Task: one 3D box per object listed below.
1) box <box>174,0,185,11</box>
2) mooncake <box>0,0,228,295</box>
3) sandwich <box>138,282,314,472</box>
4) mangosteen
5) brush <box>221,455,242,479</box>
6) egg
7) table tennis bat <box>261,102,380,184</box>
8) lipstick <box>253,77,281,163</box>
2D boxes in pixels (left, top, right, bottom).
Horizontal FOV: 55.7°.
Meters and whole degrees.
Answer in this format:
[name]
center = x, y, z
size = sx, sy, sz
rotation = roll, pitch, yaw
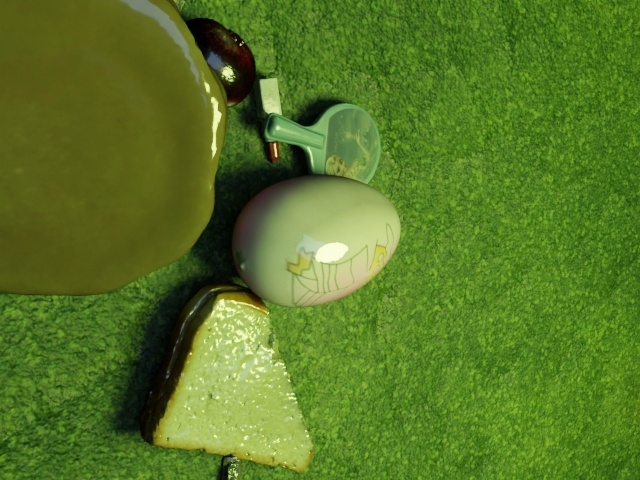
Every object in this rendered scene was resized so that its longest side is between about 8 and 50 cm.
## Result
[box]
center = -0.326, -0.314, 0.755
size = 0.278, 0.041, 0.153
rotation = 28, 83, -30
[mooncake]
center = -0.290, -0.128, 0.677
size = 0.378, 0.201, 0.379
rotation = -5, 117, -11
[sandwich]
center = -0.106, 0.212, 0.926
size = 0.288, 0.099, 0.254
rotation = 25, 86, -29
[mangosteen]
center = -0.159, -0.229, 0.824
size = 0.140, 0.140, 0.140
rotation = -5, 100, -28
[brush]
center = -0.149, 0.444, 0.980
size = 0.034, 0.027, 0.191
rotation = 5, 96, -27
[egg]
center = 0.000, 0.000, 0.899
size = 0.271, 0.196, 0.197
rotation = 2, 97, -32
[table tennis bat]
center = 0.009, -0.153, 0.952
size = 0.237, 0.038, 0.149
rotation = 12, 96, -41
[lipstick]
center = -0.076, -0.180, 0.921
size = 0.030, 0.030, 0.129
rotation = -16, 110, -26
